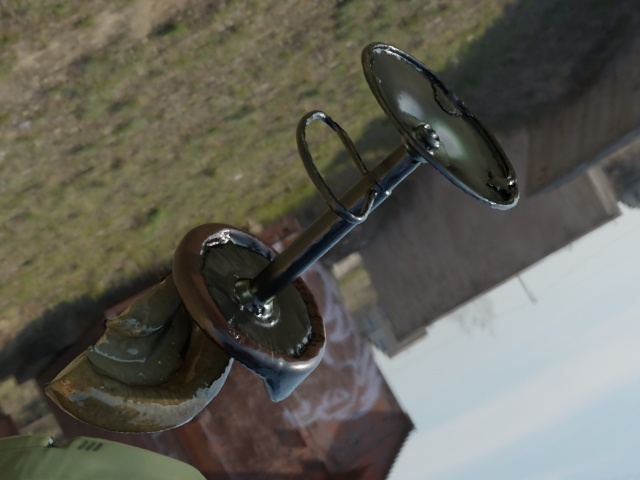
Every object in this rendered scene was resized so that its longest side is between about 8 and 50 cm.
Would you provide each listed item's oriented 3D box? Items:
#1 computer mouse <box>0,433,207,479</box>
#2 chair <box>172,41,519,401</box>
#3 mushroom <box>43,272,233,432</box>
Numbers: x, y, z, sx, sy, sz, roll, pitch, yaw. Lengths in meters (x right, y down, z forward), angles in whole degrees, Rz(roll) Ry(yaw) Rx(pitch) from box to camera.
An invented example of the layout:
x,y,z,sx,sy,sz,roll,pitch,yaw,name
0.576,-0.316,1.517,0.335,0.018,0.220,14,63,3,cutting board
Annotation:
x,y,z,sx,sy,sz,roll,pitch,yaw,name
-0.303,0.320,1.104,0.428,0.228,0.145,2,135,-21,computer mouse
0.000,0.000,1.121,0.401,0.226,0.226,-44,169,27,chair
-0.179,0.133,1.202,0.285,0.151,0.156,-45,180,-38,mushroom
